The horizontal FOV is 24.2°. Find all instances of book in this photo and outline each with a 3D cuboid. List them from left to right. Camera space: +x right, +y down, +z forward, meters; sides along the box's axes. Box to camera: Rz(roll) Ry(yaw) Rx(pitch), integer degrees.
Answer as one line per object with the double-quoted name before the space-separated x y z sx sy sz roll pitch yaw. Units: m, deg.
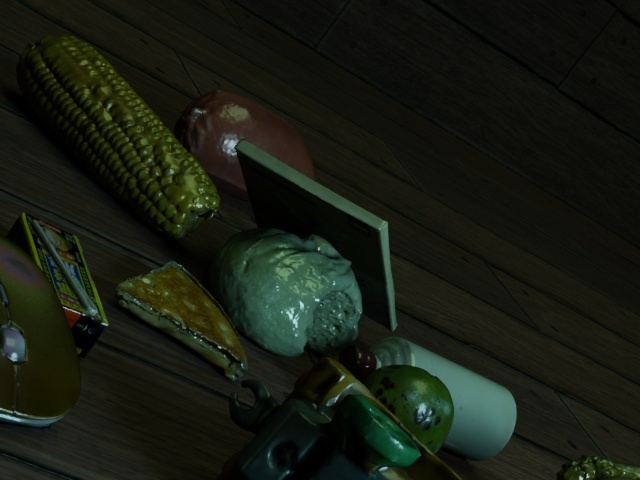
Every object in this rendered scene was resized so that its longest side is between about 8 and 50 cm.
"book" 0.000 0.000 1.905 0.217 0.021 0.310 31 -19 19

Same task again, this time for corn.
"corn" -0.264 -0.140 1.908 0.363 0.120 0.120 43 16 24

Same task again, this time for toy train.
"toy train" 0.080 0.279 1.314 0.429 0.178 0.249 43 5 24

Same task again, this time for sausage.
"sausage" -0.114 -0.132 2.201 0.254 0.148 0.148 24 19 -45

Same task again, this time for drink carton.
"drink carton" -0.263 0.042 1.466 0.071 0.056 0.165 23 19 -32

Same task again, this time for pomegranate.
"pomegranate" 0.092 0.212 1.667 0.122 0.122 0.161 26 44 -37

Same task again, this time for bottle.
"bottle" 0.122 0.186 1.811 0.245 0.104 0.104 26 18 -33

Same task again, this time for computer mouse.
"computer mouse" -0.310 0.046 1.317 0.158 0.072 0.310 22 21 -40

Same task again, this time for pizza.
"pizza" -0.158 0.084 1.619 0.184 0.036 0.176 47 19 28

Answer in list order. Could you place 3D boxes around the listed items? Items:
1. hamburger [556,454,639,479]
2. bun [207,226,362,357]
"hamburger" 0.313 0.338 1.596 0.215 0.189 0.122 49 8 5
"bun" -0.032 0.057 1.818 0.204 0.126 0.212 34 15 -4
